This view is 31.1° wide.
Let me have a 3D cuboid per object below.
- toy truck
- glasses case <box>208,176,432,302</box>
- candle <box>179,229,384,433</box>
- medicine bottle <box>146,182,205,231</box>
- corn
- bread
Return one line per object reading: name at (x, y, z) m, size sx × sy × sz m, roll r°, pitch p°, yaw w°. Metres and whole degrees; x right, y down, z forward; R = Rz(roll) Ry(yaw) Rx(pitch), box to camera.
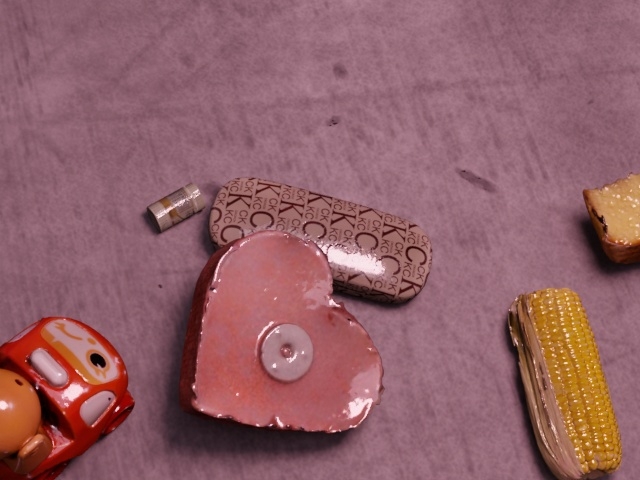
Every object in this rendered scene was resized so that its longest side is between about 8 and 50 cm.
toy truck at (-0.390, 0.211, 1.570) m, size 0.189 × 0.239 × 0.265 m, roll 43°, pitch 68°, yaw 10°
glasses case at (0.000, 0.000, 1.792) m, size 0.354 × 0.085 × 0.137 m, roll 16°, pitch 67°, yaw 0°
candle at (-0.080, 0.164, 1.659) m, size 0.287 × 0.131 × 0.317 m, roll -40°, pitch 97°, yaw -26°
medicine bottle at (-0.227, -0.053, 1.807) m, size 0.083 × 0.047 × 0.047 m, roll -30°, pitch 74°, yaw -18°
corn at (0.370, 0.213, 1.741) m, size 0.123 × 0.122 × 0.305 m, roll -15°, pitch 65°, yaw 16°
bread at (0.531, -0.035, 1.851) m, size 0.260 × 0.134 × 0.129 m, roll -15°, pitch 59°, yaw -19°
